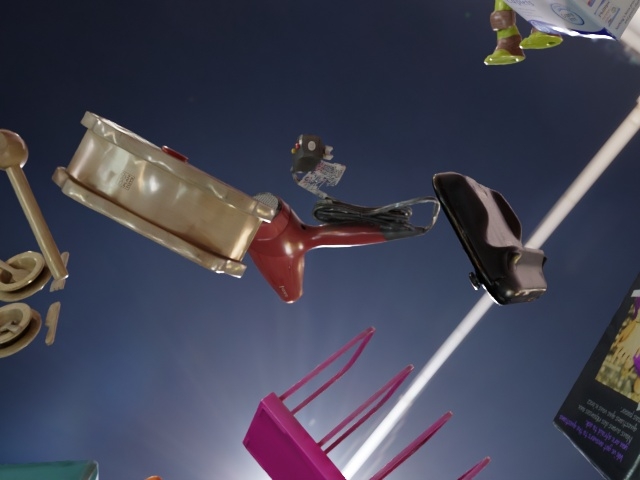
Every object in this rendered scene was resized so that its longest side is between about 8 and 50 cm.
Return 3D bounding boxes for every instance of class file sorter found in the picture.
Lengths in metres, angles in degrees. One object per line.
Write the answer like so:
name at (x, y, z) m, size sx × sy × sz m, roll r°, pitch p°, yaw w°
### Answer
file sorter at (0.076, 0.275, 1.301) m, size 0.290 × 0.182 × 0.202 m, roll 49°, pitch 157°, yaw 12°

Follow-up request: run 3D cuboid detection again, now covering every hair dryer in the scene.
hair dryer at (0.000, 0.000, 1.461) m, size 0.224 × 0.293 × 0.080 m, roll 29°, pitch -131°, yaw -14°

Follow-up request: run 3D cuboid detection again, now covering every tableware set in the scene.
tableware set at (-0.404, 0.075, 1.430) m, size 0.194 × 0.128 × 0.039 m, roll -96°, pitch -13°, yaw -52°

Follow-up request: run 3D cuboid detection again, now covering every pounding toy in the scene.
pounding toy at (-0.195, -0.028, 1.069) m, size 0.270 × 0.154 × 0.154 m, roll 28°, pitch -179°, yaw -5°

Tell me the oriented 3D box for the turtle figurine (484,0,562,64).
turtle figurine at (0.245, -0.351, 1.471) m, size 0.087 × 0.270 × 0.217 m, roll 0°, pitch -101°, yaw -51°

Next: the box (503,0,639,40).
box at (0.204, -0.247, 0.978) m, size 0.137 × 0.072 × 0.126 m, roll 32°, pitch 179°, yaw -26°

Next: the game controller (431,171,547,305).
game controller at (0.208, -0.001, 1.326) m, size 0.166 × 0.067 × 0.319 m, roll 55°, pitch -167°, yaw 13°

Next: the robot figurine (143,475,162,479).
robot figurine at (-0.242, 0.470, 1.666) m, size 0.128 × 0.158 × 0.219 m, roll 4°, pitch -137°, yaw -36°

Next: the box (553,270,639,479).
box at (0.353, 0.101, 0.937) m, size 0.165 × 0.270 × 0.143 m, roll 25°, pitch -171°, yaw -17°

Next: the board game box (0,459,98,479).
board game box at (-0.227, 0.198, 0.286) m, size 0.336 × 0.253 × 0.079 m, roll -2°, pitch 179°, yaw -6°
